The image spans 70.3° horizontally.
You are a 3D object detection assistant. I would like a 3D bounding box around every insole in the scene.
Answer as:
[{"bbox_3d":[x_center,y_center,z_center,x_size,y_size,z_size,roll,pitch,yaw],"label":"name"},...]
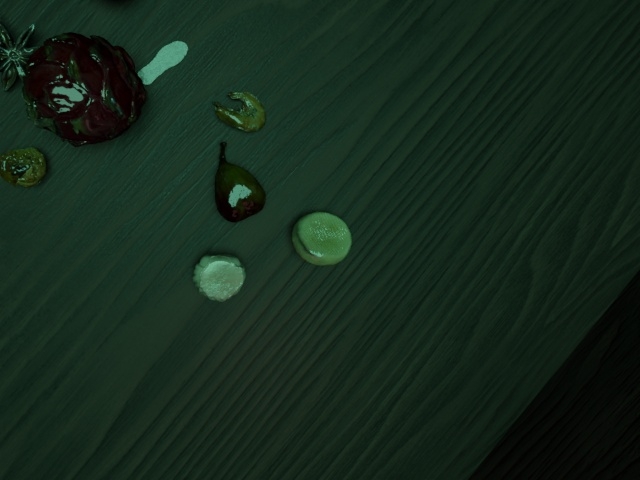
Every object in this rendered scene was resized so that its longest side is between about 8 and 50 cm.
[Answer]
[{"bbox_3d":[-0.512,-0.578,1.478,0.193,0.006,0.065,-43,108,-4],"label":"insole"}]

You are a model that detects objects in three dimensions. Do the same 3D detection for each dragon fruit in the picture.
[{"bbox_3d":[-0.674,-0.433,1.309,0.330,0.329,0.328,-3,100,-14],"label":"dragon fruit"}]

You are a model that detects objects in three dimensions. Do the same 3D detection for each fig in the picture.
[{"bbox_3d":[-0.294,-0.204,1.544,0.170,0.145,0.274,-20,91,-12],"label":"fig"}]

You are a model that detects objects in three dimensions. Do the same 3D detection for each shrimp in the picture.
[{"bbox_3d":[-0.276,-0.442,1.550,0.188,0.052,0.132,15,77,-22],"label":"shrimp"}]

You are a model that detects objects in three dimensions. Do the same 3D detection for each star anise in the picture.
[{"bbox_3d":[-0.903,-0.558,1.335,0.209,0.089,0.231,-7,107,-26],"label":"star anise"}]

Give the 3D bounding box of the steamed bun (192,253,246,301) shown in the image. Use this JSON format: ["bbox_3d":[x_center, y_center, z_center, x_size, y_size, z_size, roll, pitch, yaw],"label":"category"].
[{"bbox_3d":[-0.355,0.124,1.593,0.183,0.106,0.182,-4,104,-15],"label":"steamed bun"}]

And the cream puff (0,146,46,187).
[{"bbox_3d":[-0.907,-0.225,1.389,0.133,0.104,0.119,-37,100,-7],"label":"cream puff"}]

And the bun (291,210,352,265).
[{"bbox_3d":[0.000,0.000,1.661,0.223,0.127,0.222,4,69,-11],"label":"bun"}]
